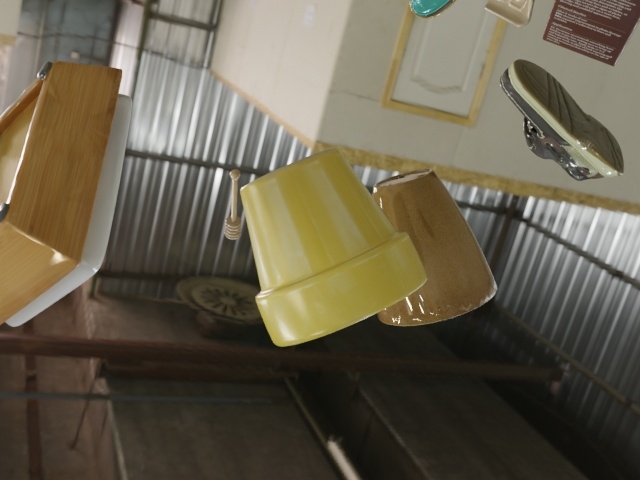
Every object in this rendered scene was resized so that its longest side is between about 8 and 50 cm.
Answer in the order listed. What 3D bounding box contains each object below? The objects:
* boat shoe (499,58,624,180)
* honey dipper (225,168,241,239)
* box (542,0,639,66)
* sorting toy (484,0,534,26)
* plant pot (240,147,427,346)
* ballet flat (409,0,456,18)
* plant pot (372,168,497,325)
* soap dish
[{"bbox_3d":[0.282,-0.131,0.915,0.223,0.073,0.080,29,-131,-32],"label":"boat shoe"},{"bbox_3d":[-0.156,-0.065,1.368,0.030,0.161,0.031,4,-132,-5],"label":"honey dipper"},{"bbox_3d":[0.626,-0.560,1.646,0.191,0.143,0.381,25,167,12],"label":"box"},{"bbox_3d":[0.492,-0.629,1.795,0.041,0.229,0.307,0,-151,-17],"label":"sorting toy"},{"bbox_3d":[0.000,0.000,1.144,0.254,0.239,0.254,-23,-179,0],"label":"plant pot"},{"bbox_3d":[0.215,-0.434,1.125,0.080,0.232,0.073,38,-150,10],"label":"ballet flat"},{"bbox_3d":[0.192,0.001,1.448,0.237,0.255,0.237,-16,-168,4],"label":"plant pot"},{"bbox_3d":[-0.343,-0.059,0.909,0.118,0.229,0.291,30,-134,-36],"label":"soap dish"}]
